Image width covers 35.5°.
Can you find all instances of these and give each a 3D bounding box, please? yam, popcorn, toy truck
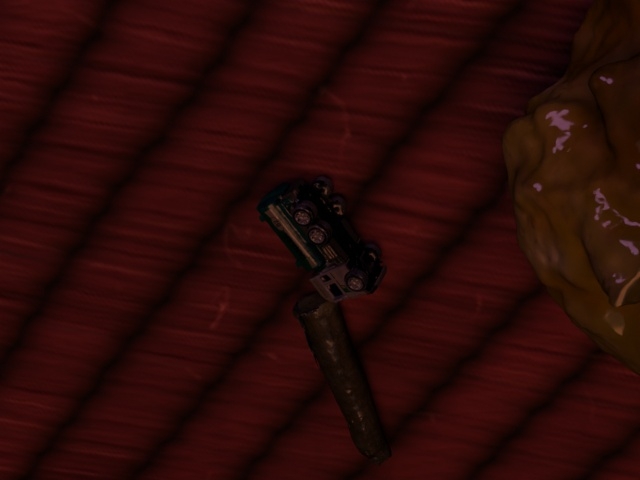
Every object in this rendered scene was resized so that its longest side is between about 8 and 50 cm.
[{"bbox_3d":[0.015,0.094,0.660,0.033,0.027,0.130,-29,113,-25],"label":"yam"},{"bbox_3d":[0.216,-0.033,0.475,0.249,0.225,0.249,0,124,0],"label":"popcorn"},{"bbox_3d":[0.000,0.000,0.612,0.044,0.039,0.083,-26,110,34],"label":"toy truck"}]
